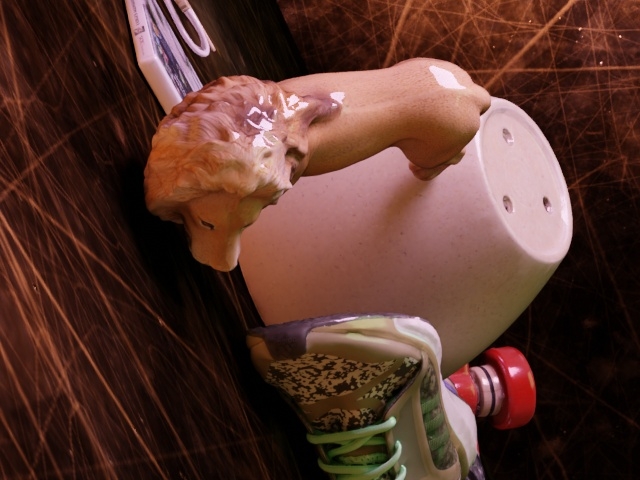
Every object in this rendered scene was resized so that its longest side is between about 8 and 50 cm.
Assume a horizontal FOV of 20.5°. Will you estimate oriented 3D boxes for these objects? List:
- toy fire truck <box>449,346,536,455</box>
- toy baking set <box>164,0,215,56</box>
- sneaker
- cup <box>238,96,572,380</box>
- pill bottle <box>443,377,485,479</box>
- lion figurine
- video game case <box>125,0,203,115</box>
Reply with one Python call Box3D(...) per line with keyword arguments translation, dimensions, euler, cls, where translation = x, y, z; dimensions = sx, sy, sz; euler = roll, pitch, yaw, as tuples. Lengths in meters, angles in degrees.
Box3D(translation=(0.128, 0.132, 2.185), dimensions=(0.254, 0.169, 0.302), euler=(173, -90, -70), cls="toy fire truck")
Box3D(translation=(-0.174, -0.278, 1.752), dimensions=(0.196, 0.030, 0.256), euler=(59, 1, 19), cls="toy baking set")
Box3D(translation=(0.053, 0.193, 1.592), dimensions=(0.410, 0.158, 0.182), euler=(49, 34, -55), cls="sneaker")
Box3D(translation=(0.106, -0.021, 1.745), dimensions=(0.331, 0.237, 0.331), euler=(34, 45, -42), cls="cup")
Box3D(translation=(0.109, 0.238, 1.911), dimensions=(0.219, 0.123, 0.123), euler=(-103, 168, -59), cls="pill bottle")
Box3D(translation=(0.014, -0.091, 1.451), dimensions=(0.142, 0.392, 0.240), euler=(66, -27, 0), cls="lion figurine")
Box3D(translation=(-0.140, -0.151, 1.722), dimensions=(0.173, 0.022, 0.190), euler=(-108, 172, -50), cls="video game case")
